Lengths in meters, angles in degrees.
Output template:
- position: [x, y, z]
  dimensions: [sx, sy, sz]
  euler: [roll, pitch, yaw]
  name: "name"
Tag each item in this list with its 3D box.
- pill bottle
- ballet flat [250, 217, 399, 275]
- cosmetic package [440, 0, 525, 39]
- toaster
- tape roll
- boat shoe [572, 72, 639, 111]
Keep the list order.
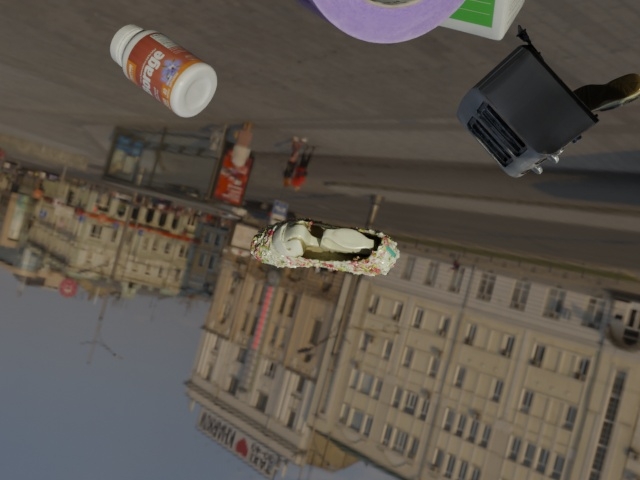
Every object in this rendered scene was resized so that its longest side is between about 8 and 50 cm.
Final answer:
- position: [-0.328, -0.356, 1.366]
  dimensions: [0.216, 0.121, 0.121]
  euler: [36, -174, 20]
  name: "pill bottle"
- position: [0.000, 0.000, 1.008]
  dimensions: [0.241, 0.091, 0.077]
  euler: [4, 157, 15]
  name: "ballet flat"
- position: [0.142, -0.416, 0.671]
  dimensions: [0.197, 0.155, 0.365]
  euler: [21, 150, 22]
  name: "cosmetic package"
- position: [0.304, -0.196, 1.007]
  dimensions: [0.185, 0.110, 0.168]
  euler: [49, 177, 4]
  name: "toaster"
- position: [0.051, -0.270, 0.556]
  dimensions: [0.189, 0.189, 0.080]
  euler: [16, -158, -35]
  name: "tape roll"
- position: [0.510, -0.254, 1.184]
  dimensions: [0.049, 0.056, 0.152]
  euler: [14, 170, -34]
  name: "boat shoe"
